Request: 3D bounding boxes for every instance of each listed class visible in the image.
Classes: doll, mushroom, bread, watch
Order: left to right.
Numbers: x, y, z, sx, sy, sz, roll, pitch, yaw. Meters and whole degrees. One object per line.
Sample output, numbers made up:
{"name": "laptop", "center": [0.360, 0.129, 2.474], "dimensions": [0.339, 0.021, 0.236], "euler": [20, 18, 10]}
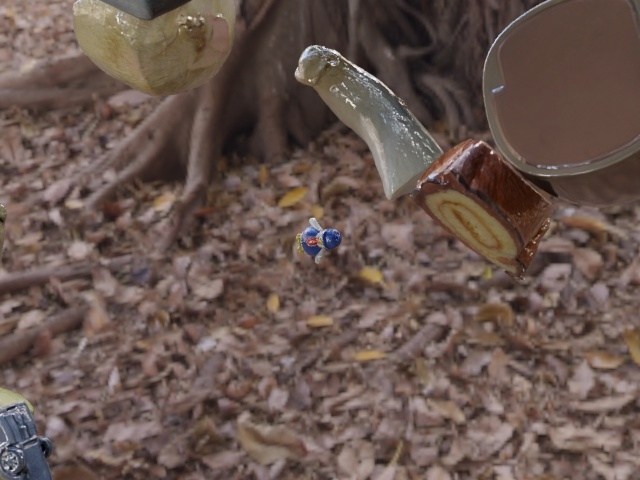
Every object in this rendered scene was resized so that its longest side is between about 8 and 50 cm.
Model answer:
{"name": "watch", "center": [-0.249, -0.418, 1.522], "dimensions": [0.206, 0.068, 0.193], "euler": [26, 62, 21]}
{"name": "doll", "center": [0.000, 0.000, 2.163], "dimensions": [0.057, 0.099, 0.143], "euler": [-8, 2, -36]}
{"name": "mushroom", "center": [0.103, -0.274, 2.234], "dimensions": [0.177, 0.126, 0.397], "euler": [-22, 66, -41]}
{"name": "bread", "center": [0.268, -0.053, 1.653], "dimensions": [0.123, 0.244, 0.190], "euler": [-52, 18, -21]}

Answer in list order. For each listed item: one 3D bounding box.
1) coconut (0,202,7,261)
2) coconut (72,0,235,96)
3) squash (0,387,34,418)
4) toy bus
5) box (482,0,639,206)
{"name": "coconut", "center": [-0.539, 0.008, 1.425], "dimensions": [0.224, 0.224, 0.224], "euler": [-5, 27, 3]}
{"name": "coconut", "center": [-0.294, -0.412, 1.919], "dimensions": [0.254, 0.297, 0.297], "euler": [23, 37, 21]}
{"name": "squash", "center": [-0.577, 0.317, 1.834], "dimensions": [0.191, 0.184, 0.085], "euler": [19, 47, 15]}
{"name": "toy bus", "center": [-0.314, 0.268, 1.071], "dimensions": [0.075, 0.191, 0.064], "euler": [-17, -1, 17]}
{"name": "box", "center": [0.406, -0.197, 1.522], "dimensions": [0.301, 0.301, 0.216], "euler": [12, -10, 32]}
